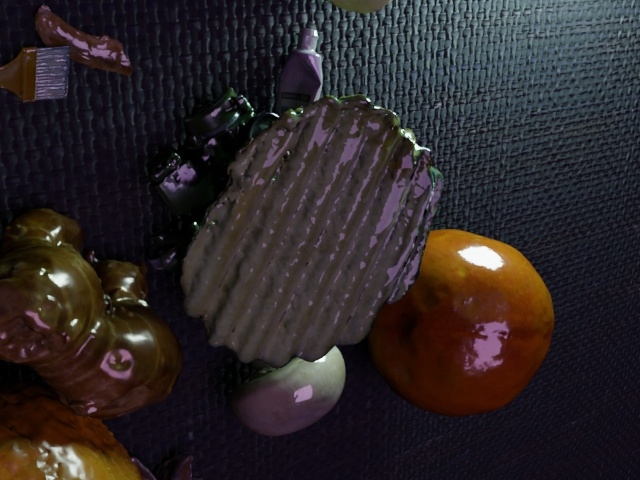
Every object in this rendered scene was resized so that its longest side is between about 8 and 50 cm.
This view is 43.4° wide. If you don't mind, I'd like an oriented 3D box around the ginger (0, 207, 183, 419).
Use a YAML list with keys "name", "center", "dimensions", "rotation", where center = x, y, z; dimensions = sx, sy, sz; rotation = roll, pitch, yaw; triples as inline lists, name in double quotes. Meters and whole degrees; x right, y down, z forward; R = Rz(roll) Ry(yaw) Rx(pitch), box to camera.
- name: "ginger"
  center: [-0.312, 0.108, 1.079]
  dimensions: [0.152, 0.274, 0.357]
  rotation: [-39, 126, 7]

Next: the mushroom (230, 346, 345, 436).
- name: "mushroom"
  center: [-0.072, 0.216, 1.355]
  dimensions: [0.207, 0.207, 0.215]
  rotation: [-35, 91, -20]

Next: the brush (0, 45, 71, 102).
- name: "brush"
  center: [-0.424, -0.204, 1.010]
  dimensions: [0.218, 0.010, 0.083]
  rotation: [-11, 137, -30]

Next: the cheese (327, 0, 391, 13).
- name: "cheese"
  center: [0.053, -0.467, 1.174]
  dimensions: [0.251, 0.173, 0.248]
  rotation: [-48, 127, -18]

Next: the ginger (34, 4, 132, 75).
- name: "ginger"
  center: [-0.315, -0.257, 1.066]
  dimensions: [0.137, 0.057, 0.044]
  rotation: [20, 52, -31]

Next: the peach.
- name: "peach"
  center: [0.240, 0.150, 1.454]
  dimensions: [0.301, 0.342, 0.343]
  rotation: [6, 105, -56]

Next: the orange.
- name: "orange"
  center: [-0.401, 0.357, 1.058]
  dimensions: [0.293, 0.340, 0.341]
  rotation: [-40, 127, -6]

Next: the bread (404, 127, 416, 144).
- name: "bread"
  center: [0.046, -0.069, 1.332]
  dimensions: [0.262, 0.162, 0.204]
  rotation: [-29, 123, -50]

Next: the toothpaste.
- name: "toothpaste"
  center: [-0.047, -0.183, 1.274]
  dimensions: [0.048, 0.075, 0.301]
  rotation: [3, 102, -48]

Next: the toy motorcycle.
- name: "toy motorcycle"
  center: [-0.164, -0.083, 1.185]
  dimensions: [0.275, 0.127, 0.205]
  rotation: [-39, 121, -13]

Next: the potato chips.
- name: "potato chips"
  center: [0.000, 0.000, 1.173]
  dimensions: [0.358, 0.070, 0.429]
  rotation: [21, 102, -28]

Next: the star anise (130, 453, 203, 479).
- name: "star anise"
  center: [-0.294, 0.448, 1.337]
  dimensions: [0.196, 0.073, 0.212]
  rotation: [15, 96, -43]
